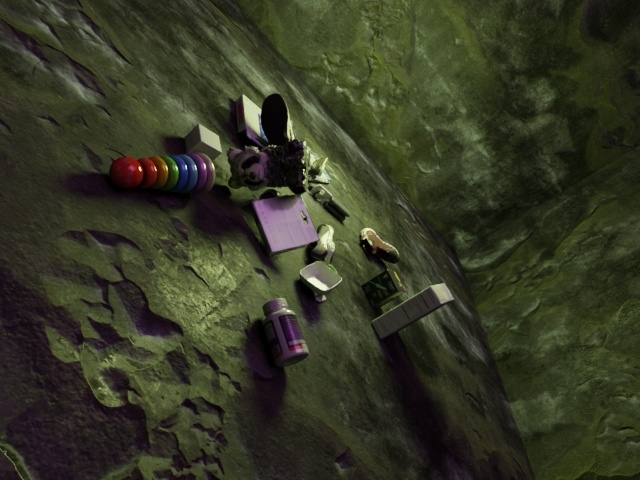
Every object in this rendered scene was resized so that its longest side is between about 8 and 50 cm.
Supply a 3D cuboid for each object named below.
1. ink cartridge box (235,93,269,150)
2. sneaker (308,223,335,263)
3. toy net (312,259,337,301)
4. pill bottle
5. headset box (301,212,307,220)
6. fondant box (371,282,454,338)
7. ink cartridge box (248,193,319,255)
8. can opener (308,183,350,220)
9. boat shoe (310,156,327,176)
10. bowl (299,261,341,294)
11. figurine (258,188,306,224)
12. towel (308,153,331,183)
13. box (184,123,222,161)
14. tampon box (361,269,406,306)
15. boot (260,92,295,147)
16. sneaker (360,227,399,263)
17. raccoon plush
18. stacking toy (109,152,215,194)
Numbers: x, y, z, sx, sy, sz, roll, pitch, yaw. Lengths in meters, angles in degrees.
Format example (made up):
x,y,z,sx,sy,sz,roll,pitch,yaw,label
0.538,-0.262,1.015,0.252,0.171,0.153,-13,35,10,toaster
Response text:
x,y,z,sx,sy,sz,roll,pitch,yaw,label
-0.321,-0.549,2.137,0.176,0.069,0.370,34,28,-40,ink cartridge box
0.000,0.000,1.965,0.108,0.100,0.271,14,27,-11,sneaker
0.005,0.161,1.819,0.122,0.045,0.232,48,25,-15,toy net
-0.116,0.282,1.364,0.108,0.108,0.193,19,42,-52,pill bottle
-0.090,-0.125,2.038,0.083,0.032,0.062,57,24,11,headset box
0.427,0.322,2.022,0.238,0.330,0.096,4,54,-61,fondant box
-0.140,-0.066,1.713,0.224,0.045,0.223,-13,74,-33,ink cartridge box
0.054,-0.213,2.363,0.280,0.074,0.093,40,27,-29,can opener
-0.009,-0.419,2.430,0.069,0.081,0.227,21,26,-2,boat shoe
-0.004,0.157,1.735,0.142,0.053,0.142,35,35,23,bowl
-0.141,-0.114,1.877,0.214,0.092,0.209,59,21,9,figurine
-0.052,-0.413,2.486,0.209,0.034,0.285,59,24,11,towel
-0.439,-0.357,1.642,0.102,0.087,0.101,26,36,-46,box
0.308,0.233,2.131,0.101,0.161,0.120,13,47,-56,tampon box
-0.164,-0.489,2.130,0.284,0.138,0.377,16,58,-77,boot
0.324,0.065,2.476,0.281,0.106,0.162,39,32,-8,sneaker
-0.201,-0.289,1.796,0.446,0.300,0.215,-50,140,-85,raccoon plush
-0.484,-0.206,1.336,0.330,0.141,0.141,-11,67,-57,stacking toy
